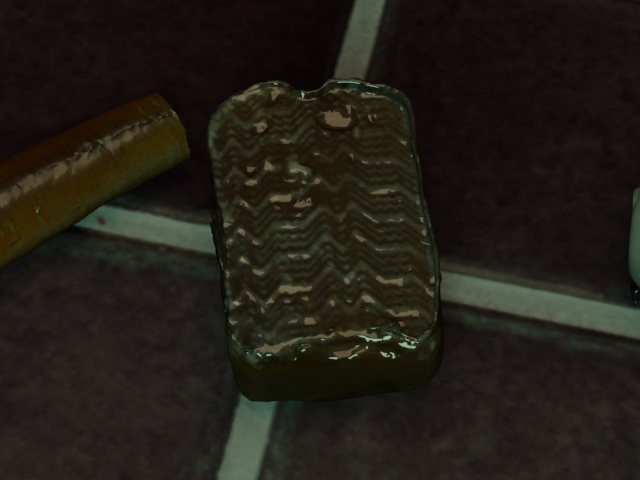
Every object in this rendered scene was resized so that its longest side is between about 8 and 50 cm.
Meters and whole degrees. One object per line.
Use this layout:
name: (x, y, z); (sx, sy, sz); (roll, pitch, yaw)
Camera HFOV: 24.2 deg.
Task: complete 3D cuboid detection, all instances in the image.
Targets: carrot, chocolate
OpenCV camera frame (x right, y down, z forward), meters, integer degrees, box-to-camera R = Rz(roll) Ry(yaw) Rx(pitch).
carrot: (-0.197, -0.031, 1.034); (0.225, 0.067, 0.067); (-31, 62, -21)
chocolate: (0.000, 0.000, 1.000); (0.148, 0.093, 0.214); (-3, 58, -4)

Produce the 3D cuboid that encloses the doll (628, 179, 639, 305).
doll: (0.290, -0.011, 0.987); (0.180, 0.107, 0.110); (-6, 16, 23)
